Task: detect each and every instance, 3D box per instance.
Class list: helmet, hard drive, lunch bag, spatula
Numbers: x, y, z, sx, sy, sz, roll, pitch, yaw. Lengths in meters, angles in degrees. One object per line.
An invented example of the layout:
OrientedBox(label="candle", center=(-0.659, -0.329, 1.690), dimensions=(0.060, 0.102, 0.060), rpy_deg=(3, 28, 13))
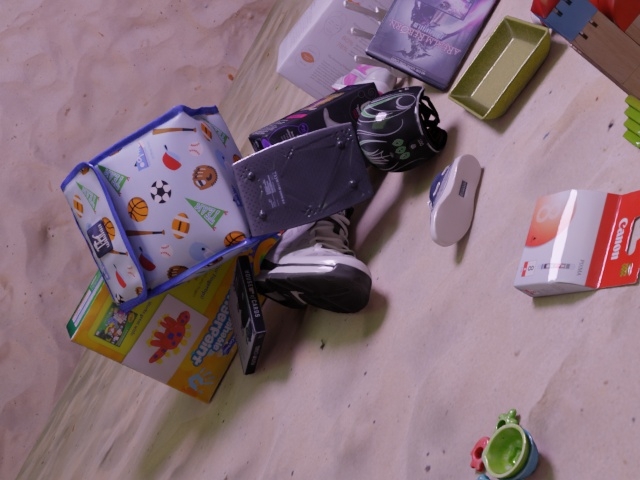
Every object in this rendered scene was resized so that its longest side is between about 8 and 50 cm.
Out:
OrientedBox(label="helmet", center=(0.149, -0.213, 1.548), dimensions=(0.161, 0.169, 0.170), rpy_deg=(-13, 46, 32))
OrientedBox(label="hard drive", center=(-0.033, -0.116, 1.558), dimensions=(0.254, 0.172, 0.054), rpy_deg=(-19, -9, 8))
OrientedBox(label="lunch bag", center=(-0.341, -0.059, 1.677), dimensions=(0.385, 0.328, 0.239), rpy_deg=(-26, -1, 18))
OrientedBox(label="spatula", center=(0.128, -0.452, 1.780), dimensions=(0.019, 0.242, 0.168), rpy_deg=(-10, 90, 31))

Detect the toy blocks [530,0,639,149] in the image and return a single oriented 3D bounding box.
OrientedBox(label="toy blocks", center=(0.433, -0.342, 0.984), dimensions=(0.381, 0.260, 0.191), rpy_deg=(-52, 23, 18))

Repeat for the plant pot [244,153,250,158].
OrientedBox(label="plant pot", center=(-0.201, -0.200, 2.416), dimensions=(0.082, 0.081, 0.083), rpy_deg=(-55, 34, 10))

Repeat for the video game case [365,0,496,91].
OrientedBox(label="video game case", center=(0.245, -0.476, 1.683), dimensions=(0.274, 0.196, 0.026), rpy_deg=(-60, -15, -3))

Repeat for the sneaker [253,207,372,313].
OrientedBox(label="sneaker", center=(-0.001, 0.000, 1.606), dimensions=(0.447, 0.169, 0.258), rpy_deg=(-7, 57, 66))

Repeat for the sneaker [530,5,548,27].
OrientedBox(label="sneaker", center=(0.458, -0.456, 1.341), dimensions=(0.128, 0.087, 0.221), rpy_deg=(42, 113, 59))

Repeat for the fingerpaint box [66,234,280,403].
OrientedBox(label="fingerpaint box", center=(-0.338, 0.108, 1.923), dimensions=(0.445, 0.371, 0.163), rpy_deg=(-62, 22, -5))

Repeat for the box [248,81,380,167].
OrientedBox(label="box", center=(0.008, -0.212, 1.709), dimensions=(0.270, 0.165, 0.143), rpy_deg=(-28, 16, -15))

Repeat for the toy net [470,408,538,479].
OrientedBox(label="toy net", center=(0.182, 0.316, 0.977), dimensions=(0.232, 0.045, 0.122), rpy_deg=(-56, 22, 8))

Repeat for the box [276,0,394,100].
OrientedBox(label="box", center=(0.069, -0.546, 2.084), dimensions=(0.345, 0.215, 0.168), rpy_deg=(-45, 25, 30))

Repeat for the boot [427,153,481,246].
OrientedBox(label="boot", center=(0.218, -0.058, 1.362), dimensions=(0.086, 0.069, 0.190), rpy_deg=(-38, 22, 57))

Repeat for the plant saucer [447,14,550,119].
OrientedBox(label="plant saucer", center=(0.333, -0.309, 1.444), dimensions=(0.188, 0.045, 0.188), rpy_deg=(-54, 23, 12))

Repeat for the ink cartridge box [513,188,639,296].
OrientedBox(label="ink cartridge box", center=(0.343, -0.003, 1.039), dimensions=(0.179, 0.045, 0.146), rpy_deg=(-21, 44, 61))

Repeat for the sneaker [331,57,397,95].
OrientedBox(label="sneaker", center=(0.120, -0.389, 1.951), dimensions=(0.111, 0.103, 0.252), rpy_deg=(-58, 28, -7))

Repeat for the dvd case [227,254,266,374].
OrientedBox(label="dvd case", center=(-0.162, 0.166, 1.710), dimensions=(0.239, 0.029, 0.179), rpy_deg=(109, 148, -59))
